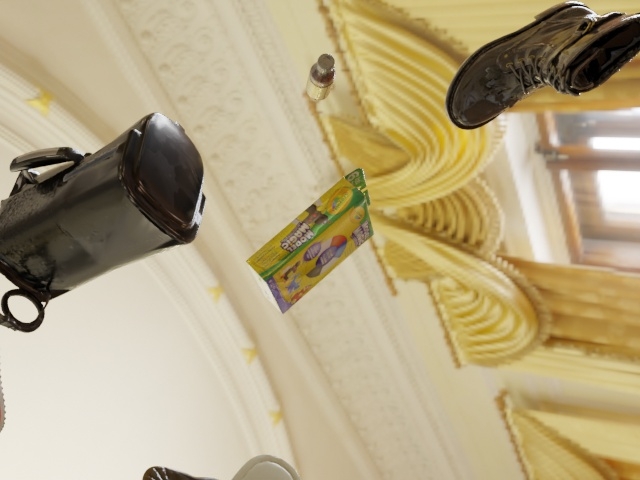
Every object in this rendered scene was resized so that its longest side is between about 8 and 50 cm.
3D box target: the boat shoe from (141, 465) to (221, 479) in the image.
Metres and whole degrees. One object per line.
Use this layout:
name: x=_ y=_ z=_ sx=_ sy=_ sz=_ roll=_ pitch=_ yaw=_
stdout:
boat shoe: x=-0.132 y=0.282 z=1.035 sx=0.045 sy=0.135 sz=0.050 roll=-58 pitch=13 yaw=33

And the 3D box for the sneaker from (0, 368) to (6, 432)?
sneaker: x=-0.361 y=0.128 z=0.958 sx=0.075 sy=0.057 sz=0.161 roll=-17 pitch=-82 yaw=-75

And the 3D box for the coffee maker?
coffee maker: x=-0.201 y=-0.014 z=0.892 sx=0.120 sy=0.178 sz=0.171 roll=22 pitch=-126 yaw=-52

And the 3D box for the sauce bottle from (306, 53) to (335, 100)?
sauce bottle: x=0.003 y=-0.254 z=1.489 sx=0.128 sy=0.042 sz=0.042 roll=124 pitch=160 yaw=-76

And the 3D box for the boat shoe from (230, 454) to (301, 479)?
boat shoe: x=-0.135 y=0.359 z=1.062 sx=0.305 sy=0.109 sz=0.091 roll=-38 pitch=-13 yaw=-43

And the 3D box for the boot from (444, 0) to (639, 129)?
boot: x=0.283 y=-0.219 z=1.224 sx=0.091 sy=0.263 sz=0.229 roll=48 pitch=-170 yaw=-17

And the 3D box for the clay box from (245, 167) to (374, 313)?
clay box: x=0.000 y=0.000 z=1.431 sx=0.222 sy=0.053 sz=0.127 roll=-40 pitch=-26 yaw=-10
